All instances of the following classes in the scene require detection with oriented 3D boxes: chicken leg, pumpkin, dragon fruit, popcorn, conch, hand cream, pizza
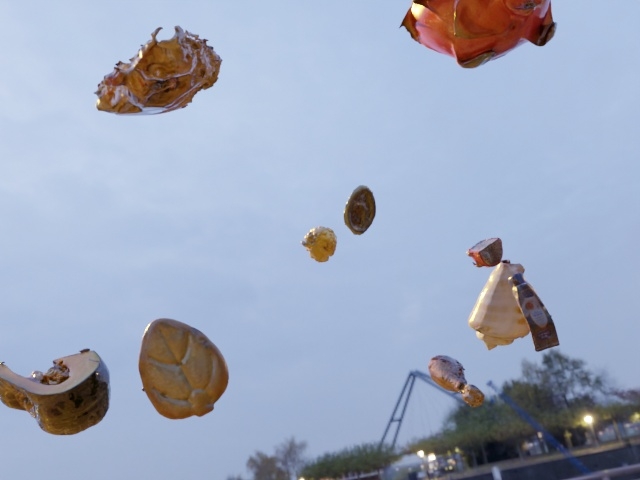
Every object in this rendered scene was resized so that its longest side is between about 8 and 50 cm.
[{"bbox_3d":[0.370,0.385,1.721,0.107,0.087,0.251,23,4,-15],"label":"chicken leg"},{"bbox_3d":[-0.648,0.352,1.560,0.281,0.139,0.190,18,37,27],"label":"pumpkin"},{"bbox_3d":[0.391,0.034,1.493,0.083,0.060,0.056,-33,12,-31],"label":"dragon fruit"},{"bbox_3d":[0.000,0.000,1.440,0.084,0.084,0.084,-10,-21,-4],"label":"popcorn"},{"bbox_3d":[0.459,0.180,1.654,0.127,0.255,0.158,-15,23,-26],"label":"conch"},{"bbox_3d":[0.436,0.145,1.300,0.062,0.163,0.039,-11,-23,-23],"label":"hand cream"},{"bbox_3d":[0.249,-0.382,0.970,0.224,0.224,0.227,8,-9,-40],"label":"dragon fruit"},{"bbox_3d":[-0.249,-0.265,1.019,0.189,0.071,0.297,-8,-7,-35],"label":"pizza"}]

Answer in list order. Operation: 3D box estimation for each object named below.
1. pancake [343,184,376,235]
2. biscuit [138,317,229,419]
[{"bbox_3d":[0.084,-0.062,1.319,0.017,0.108,0.108,18,2,41],"label":"pancake"},{"bbox_3d":[-0.336,0.301,1.510,0.203,0.260,0.041,-28,-10,-17],"label":"biscuit"}]
